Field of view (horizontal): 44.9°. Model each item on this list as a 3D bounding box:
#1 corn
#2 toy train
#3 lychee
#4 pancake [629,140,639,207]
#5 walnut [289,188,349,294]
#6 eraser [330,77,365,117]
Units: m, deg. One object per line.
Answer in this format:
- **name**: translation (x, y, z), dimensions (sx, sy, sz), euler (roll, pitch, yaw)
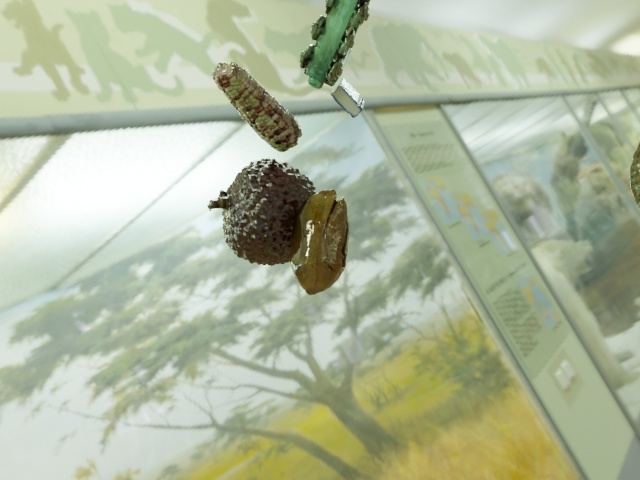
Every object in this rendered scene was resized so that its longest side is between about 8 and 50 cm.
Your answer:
- **corn**: translation (-0.138, -0.302, 1.746), dimensions (0.092, 0.092, 0.280), euler (-31, -45, 14)
- **toy train**: translation (0.029, -0.355, 1.317), dimensions (0.125, 0.081, 0.194), euler (-65, 1, -63)
- **lychee**: translation (-0.128, -0.069, 1.849), dimensions (0.300, 0.264, 0.264), euler (11, -29, -30)
- **pancake**: translation (0.644, -0.137, 1.341), dimensions (0.042, 0.236, 0.222), euler (5, 13, -35)
- **walnut**: translation (0.000, 0.000, 1.691), dimensions (0.137, 0.245, 0.137), euler (6, -18, 2)
- **eraser**: translation (0.051, -0.260, 1.415), dimensions (0.027, 0.063, 0.084), euler (-41, 11, 18)
